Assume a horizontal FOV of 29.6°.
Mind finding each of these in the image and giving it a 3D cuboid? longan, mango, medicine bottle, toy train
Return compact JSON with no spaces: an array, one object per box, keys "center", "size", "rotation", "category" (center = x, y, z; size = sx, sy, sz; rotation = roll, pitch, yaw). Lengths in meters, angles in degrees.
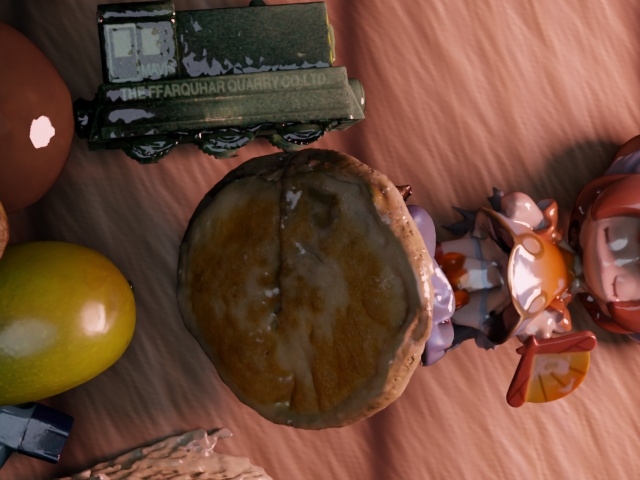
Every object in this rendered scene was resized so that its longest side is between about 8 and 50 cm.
[{"center":[-0.377,-0.123,1.259],"size":[0.246,0.215,0.246],"rotation":[8,107,28],"category":"longan"},{"center":[-0.368,0.095,1.285],"size":[0.343,0.192,0.156],"rotation":[-11,116,-5],"category":"mango"},{"center":[-0.393,0.271,1.342],"size":[0.124,0.079,0.258],"rotation":[40,85,-10],"category":"medicine bottle"},{"center":[-0.114,-0.182,1.351],"size":[0.330,0.138,0.178],"rotation":[-6,89,-11],"category":"toy train"}]

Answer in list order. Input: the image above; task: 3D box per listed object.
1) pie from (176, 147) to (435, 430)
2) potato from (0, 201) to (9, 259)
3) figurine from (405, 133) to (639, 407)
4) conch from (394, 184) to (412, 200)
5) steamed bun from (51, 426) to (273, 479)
[{"center":[-0.018,0.053,1.327],"size":[0.339,0.077,0.339],"rotation":[6,101,32],"category":"pie"},{"center":[-0.409,0.006,1.164],"size":[0.251,0.113,0.149],"rotation":[-17,104,26],"category":"potato"},{"center":[0.291,0.032,1.398],"size":[0.388,0.248,0.277],"rotation":[-9,96,0],"category":"figurine"},{"center":[0.001,-0.003,1.404],"size":[0.232,0.080,0.086],"rotation":[-18,96,-9],"category":"conch"},{"center":[-0.164,0.366,1.295],"size":[0.290,0.272,0.273],"rotation":[-6,94,-6],"category":"steamed bun"}]
